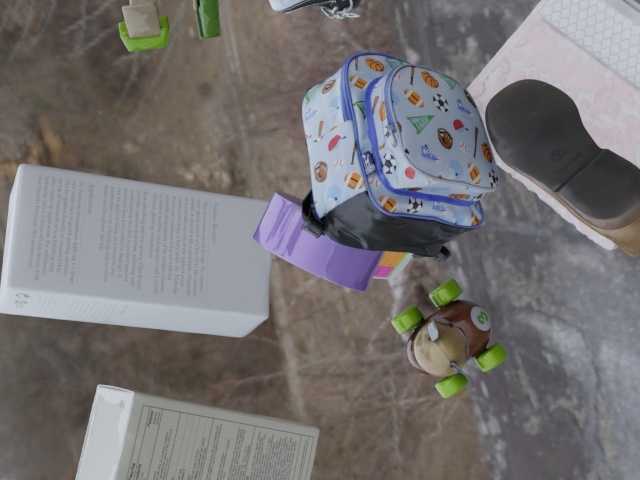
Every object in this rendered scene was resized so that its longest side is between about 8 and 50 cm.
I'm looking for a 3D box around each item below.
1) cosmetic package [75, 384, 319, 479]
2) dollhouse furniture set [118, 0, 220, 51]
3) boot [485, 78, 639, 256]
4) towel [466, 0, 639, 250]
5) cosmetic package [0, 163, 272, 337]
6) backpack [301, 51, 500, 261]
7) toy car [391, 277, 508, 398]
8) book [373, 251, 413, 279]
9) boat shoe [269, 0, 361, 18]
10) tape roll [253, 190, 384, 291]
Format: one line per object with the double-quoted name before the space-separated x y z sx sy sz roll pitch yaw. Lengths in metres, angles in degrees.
"cosmetic package" -0.164 0.304 1.402 0.113 0.309 0.160 -1 73 54
"dollhouse furniture set" -0.314 -0.542 1.979 0.151 0.198 0.301 92 168 -63
"boot" 0.301 -0.088 1.240 0.115 0.112 0.305 46 -171 -43
"towel" 0.404 -0.204 1.524 0.332 0.053 0.317 43 105 21
"cosmetic package" -0.324 0.026 1.815 0.161 0.453 0.230 138 137 -60
"backpack" 0.097 -0.127 1.383 0.213 0.277 0.263 -37 59 33
"toy car" 0.201 0.157 1.578 0.155 0.149 0.188 55 -176 4
"book" 0.109 0.037 2.054 0.096 0.144 0.035 -58 41 33
"boat shoe" 0.045 -0.509 2.089 0.113 0.306 0.105 27 139 58
"tape roll" 0.000 0.000 1.519 0.080 0.189 0.189 -65 25 5
